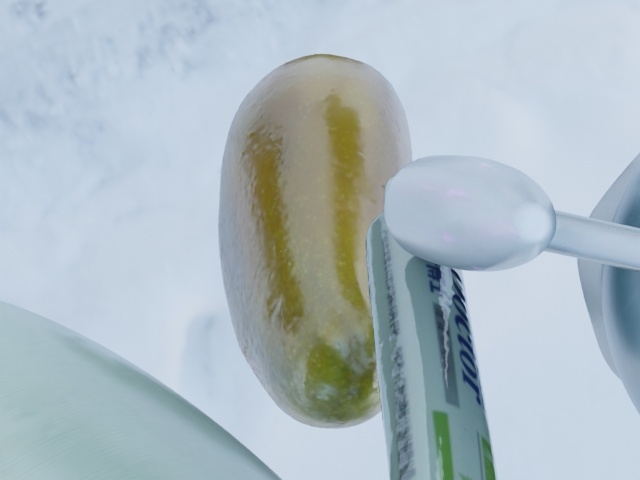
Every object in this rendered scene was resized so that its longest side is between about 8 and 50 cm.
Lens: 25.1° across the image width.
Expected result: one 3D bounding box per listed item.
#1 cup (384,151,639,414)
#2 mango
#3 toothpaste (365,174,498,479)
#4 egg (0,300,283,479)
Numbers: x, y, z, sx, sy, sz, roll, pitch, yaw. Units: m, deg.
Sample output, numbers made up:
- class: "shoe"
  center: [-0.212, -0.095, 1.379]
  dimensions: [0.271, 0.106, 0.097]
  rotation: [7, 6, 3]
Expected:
- class: "cup"
  center: [0.165, 0.015, 0.453]
  dimensions: [0.299, 0.173, 0.168]
  rotation: [12, 92, -14]
- class: "mango"
  center: [0.000, 0.000, 0.708]
  dimensions: [0.099, 0.227, 0.136]
  rotation: [7, 133, -12]
- class: "toothpaste"
  center: [0.033, 0.051, 0.409]
  dimensions: [0.029, 0.197, 0.048]
  rotation: [-34, 127, 26]
- class: "egg"
  center: [-0.084, 0.161, 0.443]
  dimensions: [0.230, 0.371, 0.230]
  rotation: [-32, 151, -20]
